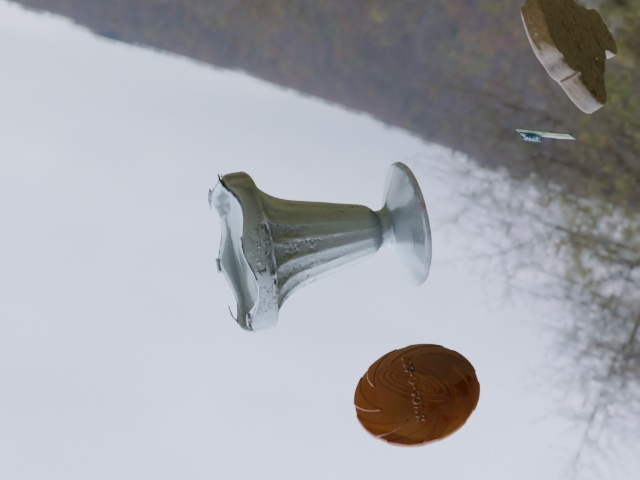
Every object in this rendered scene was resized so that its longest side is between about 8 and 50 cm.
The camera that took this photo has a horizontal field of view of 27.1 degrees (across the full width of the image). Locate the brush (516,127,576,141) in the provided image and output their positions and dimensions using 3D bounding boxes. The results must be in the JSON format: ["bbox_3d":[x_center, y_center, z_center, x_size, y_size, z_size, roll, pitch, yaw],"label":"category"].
[{"bbox_3d":[0.262,-0.122,1.552,0.016,0.013,0.084,25,170,-39],"label":"brush"}]

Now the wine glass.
[{"bbox_3d":[0.000,0.000,1.320,0.196,0.165,0.165,-9,-160,-11],"label":"wine glass"}]

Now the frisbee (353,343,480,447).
[{"bbox_3d":[0.140,0.222,1.973,0.192,0.035,0.192,-10,-136,10],"label":"frisbee"}]

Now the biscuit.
[{"bbox_3d":[0.358,-0.275,1.876,0.047,0.183,0.320,-20,-171,29],"label":"biscuit"}]
